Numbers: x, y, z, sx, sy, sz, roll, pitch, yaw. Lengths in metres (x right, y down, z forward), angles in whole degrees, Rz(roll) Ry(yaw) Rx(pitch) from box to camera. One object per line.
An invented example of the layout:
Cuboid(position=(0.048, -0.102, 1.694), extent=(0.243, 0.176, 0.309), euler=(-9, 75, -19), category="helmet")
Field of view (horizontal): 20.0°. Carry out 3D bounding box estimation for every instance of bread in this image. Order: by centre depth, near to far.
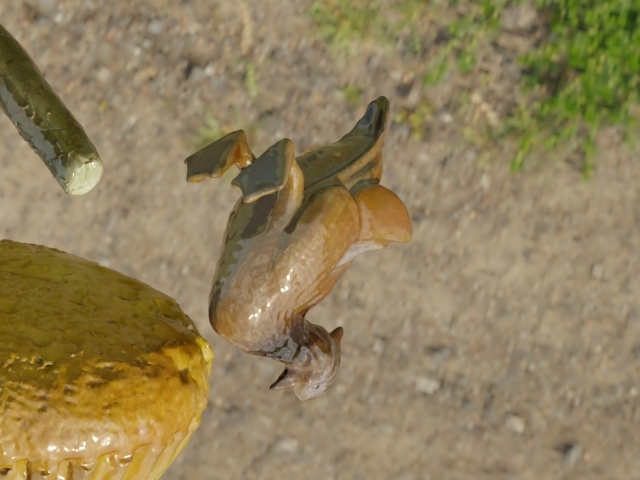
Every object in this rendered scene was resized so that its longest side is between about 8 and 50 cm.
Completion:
Cuboid(position=(-0.184, 0.090, 1.092), extent=(0.239, 0.240, 0.139), euler=(13, 110, 10), category="bread")

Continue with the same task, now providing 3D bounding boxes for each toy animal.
Cuboid(position=(0.000, 0.000, 1.149), extent=(0.089, 0.188, 0.179), euler=(17, 144, 46), category="toy animal")

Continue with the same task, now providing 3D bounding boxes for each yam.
Cuboid(position=(-0.348, -0.170, 2.143), extent=(0.317, 0.067, 0.071), euler=(51, 144, 32), category="yam")
